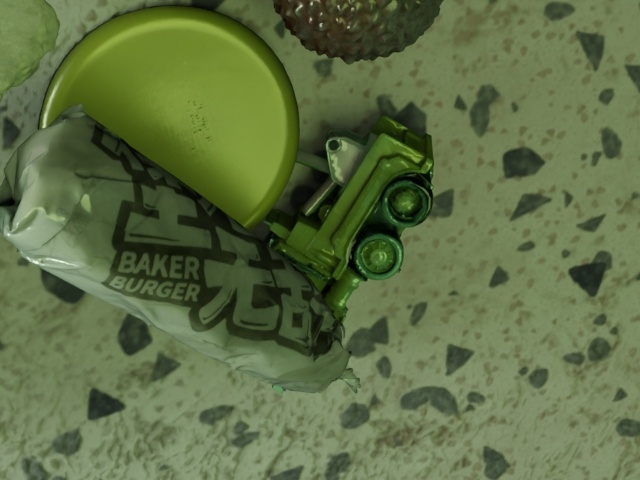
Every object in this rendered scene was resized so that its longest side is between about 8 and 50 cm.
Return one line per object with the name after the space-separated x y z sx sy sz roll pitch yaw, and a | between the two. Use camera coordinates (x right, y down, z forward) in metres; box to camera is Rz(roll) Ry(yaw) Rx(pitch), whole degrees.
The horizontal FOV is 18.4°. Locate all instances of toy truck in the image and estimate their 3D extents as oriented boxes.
0.001 0.004 1.817 0.135 0.128 0.260 26 106 -6 | toy truck

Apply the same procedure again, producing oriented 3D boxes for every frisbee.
-0.131 -0.090 1.727 0.236 0.017 0.236 -5 111 -12 | frisbee

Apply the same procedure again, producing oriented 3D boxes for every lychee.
0.029 -0.226 1.667 0.165 0.165 0.197 1 149 -24 | lychee

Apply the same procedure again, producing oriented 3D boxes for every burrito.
-0.103 0.027 1.643 0.101 0.139 0.445 -31 140 23 | burrito

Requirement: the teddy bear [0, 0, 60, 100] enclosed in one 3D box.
-0.408 -0.012 1.589 0.327 0.375 0.362 26 145 -5 | teddy bear
